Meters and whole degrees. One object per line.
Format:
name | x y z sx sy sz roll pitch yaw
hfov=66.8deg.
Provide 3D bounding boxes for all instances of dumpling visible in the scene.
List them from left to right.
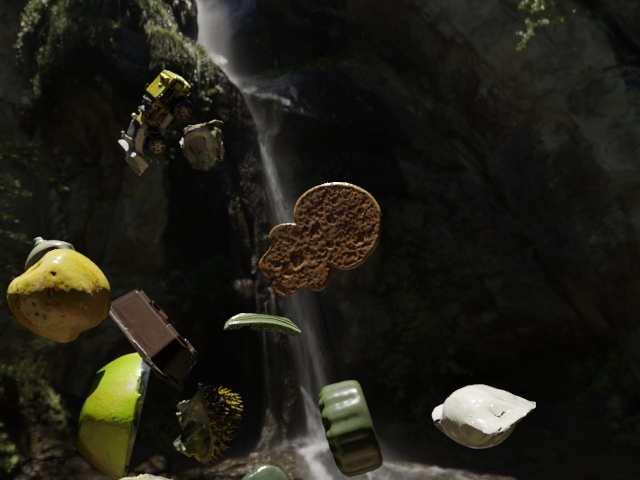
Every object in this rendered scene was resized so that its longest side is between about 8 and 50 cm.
dumpling | 0.497 0.509 1.447 0.260 0.181 0.341 -17 -31 -19

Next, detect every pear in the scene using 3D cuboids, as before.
pear | -0.492 0.109 0.932 0.178 0.177 0.178 -5 -27 -2
pear | -0.644 0.530 1.501 0.165 0.398 0.399 13 -31 -15

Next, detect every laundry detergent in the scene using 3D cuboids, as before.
laundry detergent | -0.806 0.097 1.484 0.181 0.253 0.091 -39 -10 -2

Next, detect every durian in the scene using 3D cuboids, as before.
durian | -0.305 0.478 1.261 0.167 0.172 0.306 30 -35 -16

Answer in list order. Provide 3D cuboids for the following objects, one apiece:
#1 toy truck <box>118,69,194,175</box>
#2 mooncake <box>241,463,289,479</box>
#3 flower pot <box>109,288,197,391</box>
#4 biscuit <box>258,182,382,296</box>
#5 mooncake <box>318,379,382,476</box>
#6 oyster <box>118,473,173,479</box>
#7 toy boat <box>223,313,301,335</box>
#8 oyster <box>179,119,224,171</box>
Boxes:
toy truck | -0.456 -0.322 1.309 0.285 0.136 0.111 -53 -37 6
mooncake | -0.178 0.812 1.551 0.169 0.174 0.104 16 -29 -21
flower pot | -0.363 0.204 1.065 0.084 0.251 0.178 -42 -28 -17
biscuit | 0.000 0.000 1.044 0.288 0.202 0.044 -45 -14 1
mooncake | 0.111 0.719 1.870 0.188 0.351 0.351 -14 -27 -1
oyster | -0.386 0.707 1.255 0.271 0.100 0.275 23 -12 34
toy boat | -0.211 0.314 1.808 0.293 0.055 0.093 11 -30 -26
oyster | -0.376 -0.315 1.585 0.163 0.191 0.081 46 -19 -7
